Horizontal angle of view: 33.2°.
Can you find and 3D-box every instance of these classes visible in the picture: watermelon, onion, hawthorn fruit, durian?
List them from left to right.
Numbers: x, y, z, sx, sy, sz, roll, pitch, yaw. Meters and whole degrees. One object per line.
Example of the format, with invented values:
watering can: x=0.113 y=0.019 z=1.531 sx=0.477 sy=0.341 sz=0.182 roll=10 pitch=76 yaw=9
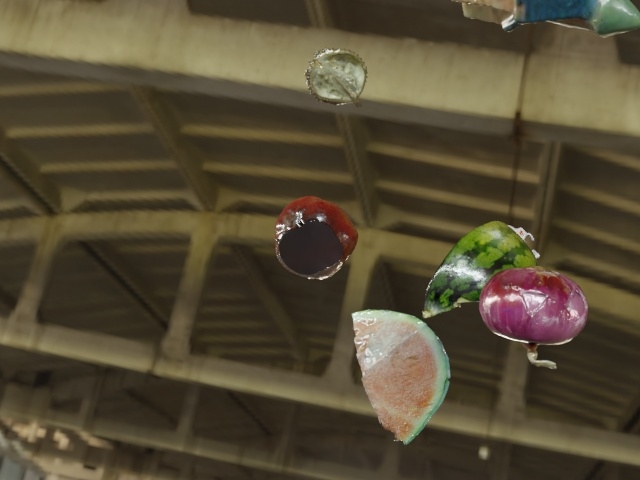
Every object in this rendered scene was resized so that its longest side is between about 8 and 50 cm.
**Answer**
hawthorn fruit: x=0.000 y=0.000 z=2.425 sx=0.189 sy=0.190 sz=0.251 roll=4 pitch=-6 yaw=24
durian: x=0.037 y=-0.389 z=2.587 sx=0.188 sy=0.148 sz=0.091 roll=45 pitch=-2 yaw=-26
watermelon: x=0.156 y=0.218 z=1.859 sx=0.146 sy=0.128 sz=0.231 roll=-18 pitch=-69 yaw=16
watermelon: x=0.340 y=0.064 z=2.037 sx=0.128 sy=0.159 sz=0.303 roll=31 pitch=34 yaw=33
onion: x=0.350 y=0.113 z=1.775 sx=0.177 sy=0.153 sz=0.177 roll=32 pitch=4 yaw=-3

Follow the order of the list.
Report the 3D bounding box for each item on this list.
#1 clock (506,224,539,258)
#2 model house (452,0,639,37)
clock: x=0.435 y=0.021 z=2.361 sx=0.087 sy=0.041 sz=0.129 roll=-11 pitch=-58 yaw=52
model house: x=0.345 y=-0.447 z=1.466 sx=0.280 sy=0.245 sz=0.312 roll=19 pitch=-50 yaw=34
